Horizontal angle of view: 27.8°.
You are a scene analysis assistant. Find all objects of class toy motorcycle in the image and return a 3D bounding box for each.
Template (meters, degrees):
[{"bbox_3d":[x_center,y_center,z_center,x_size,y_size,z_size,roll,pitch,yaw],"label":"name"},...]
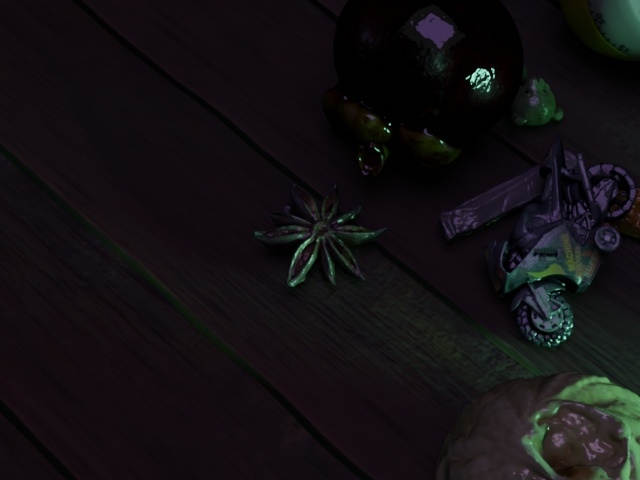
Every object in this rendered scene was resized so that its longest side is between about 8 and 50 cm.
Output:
[{"bbox_3d":[0.344,0.000,1.913,0.173,0.108,0.307,27,76,8],"label":"toy motorcycle"}]

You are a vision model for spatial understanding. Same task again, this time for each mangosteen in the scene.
[{"bbox_3d":[0.147,-0.253,1.988,0.307,0.307,0.347,31,95,19],"label":"mangosteen"}]

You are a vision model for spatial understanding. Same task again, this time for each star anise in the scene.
[{"bbox_3d":[0.000,0.000,1.956,0.182,0.065,0.195,30,59,13],"label":"star anise"}]

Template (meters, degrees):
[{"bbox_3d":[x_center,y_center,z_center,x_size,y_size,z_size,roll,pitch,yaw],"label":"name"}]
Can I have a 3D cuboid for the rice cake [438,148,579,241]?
[{"bbox_3d":[0.297,-0.072,2.002,0.270,0.049,0.055,-29,84,-16],"label":"rice cake"}]

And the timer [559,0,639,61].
[{"bbox_3d":[0.494,-0.423,2.130,0.285,0.285,0.285,0,58,1],"label":"timer"}]

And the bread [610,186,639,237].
[{"bbox_3d":[0.477,-0.046,1.985,0.110,0.044,0.083,22,62,12],"label":"bread"}]

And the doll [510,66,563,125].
[{"bbox_3d":[0.324,-0.246,2.100,0.115,0.077,0.150,-16,47,-21],"label":"doll"}]

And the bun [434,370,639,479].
[{"bbox_3d":[0.322,0.326,1.650,0.349,0.227,0.352,-6,60,-5],"label":"bun"}]
